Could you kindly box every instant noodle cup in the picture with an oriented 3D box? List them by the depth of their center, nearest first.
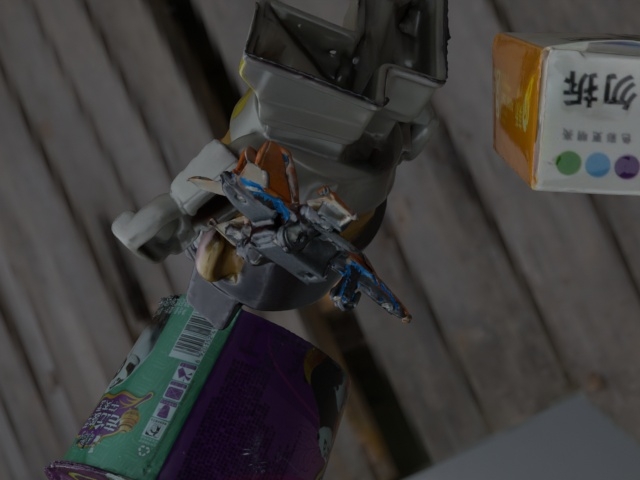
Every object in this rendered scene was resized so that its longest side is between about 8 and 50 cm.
[{"bbox_3d":[-0.096,0.174,1.794,0.251,0.190,0.251,22,161,8],"label":"instant noodle cup"}]

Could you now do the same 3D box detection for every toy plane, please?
[{"bbox_3d":[-0.005,0.009,1.339,0.135,0.062,0.188,-10,128,49],"label":"toy plane"}]

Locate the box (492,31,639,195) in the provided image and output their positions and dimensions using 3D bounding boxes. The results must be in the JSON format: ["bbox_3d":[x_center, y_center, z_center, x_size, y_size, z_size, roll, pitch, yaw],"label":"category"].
[{"bbox_3d":[0.222,-0.080,1.227,0.274,0.221,0.091,-79,-9,-82],"label":"box"}]

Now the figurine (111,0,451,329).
[{"bbox_3d":[-0.017,-0.053,1.449,0.308,0.309,0.143,99,150,-48],"label":"figurine"}]
